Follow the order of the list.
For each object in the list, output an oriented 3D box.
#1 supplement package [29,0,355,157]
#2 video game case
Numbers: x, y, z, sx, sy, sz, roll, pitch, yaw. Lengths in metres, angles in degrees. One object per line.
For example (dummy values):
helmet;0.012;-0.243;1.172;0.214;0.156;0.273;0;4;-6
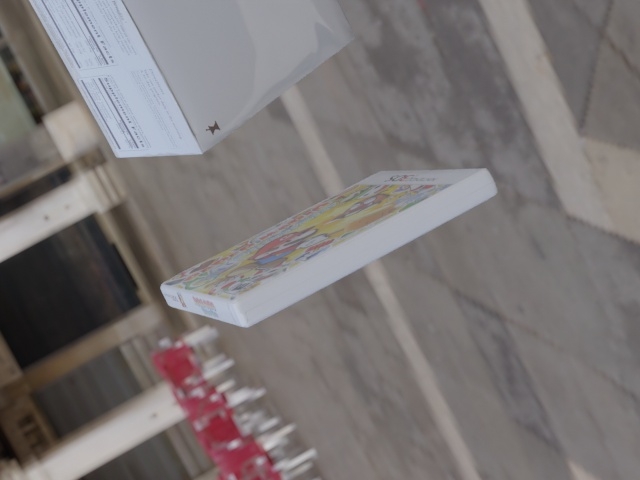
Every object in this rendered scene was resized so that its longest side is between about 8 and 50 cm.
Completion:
supplement package;-0.130;-0.235;1.286;0.145;0.204;0.262;3;126;51
video game case;0.000;0.000;1.172;0.026;0.227;0.206;65;162;-11
